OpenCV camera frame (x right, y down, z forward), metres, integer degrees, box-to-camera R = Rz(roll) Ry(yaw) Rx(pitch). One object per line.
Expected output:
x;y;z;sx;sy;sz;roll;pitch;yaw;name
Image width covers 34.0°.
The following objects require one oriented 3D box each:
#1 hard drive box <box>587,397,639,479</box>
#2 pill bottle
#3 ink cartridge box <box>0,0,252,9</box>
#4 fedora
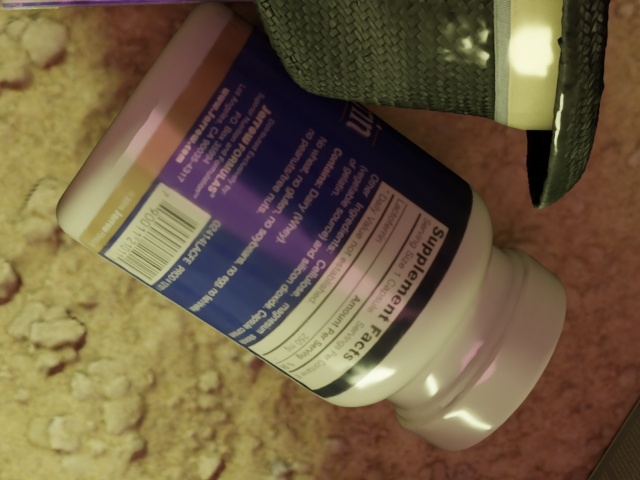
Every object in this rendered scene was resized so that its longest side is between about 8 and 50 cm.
0.299;0.156;0.691;0.181;0.089;0.232;25;107;-10;hard drive box
0.000;0.000;0.595;0.265;0.153;0.153;35;104;-13;pill bottle
-0.082;-0.235;0.569;0.206;0.045;0.208;-2;108;-1;ink cartridge box
0.041;-0.178;0.469;0.152;0.334;0.334;-1;109;9;fedora
